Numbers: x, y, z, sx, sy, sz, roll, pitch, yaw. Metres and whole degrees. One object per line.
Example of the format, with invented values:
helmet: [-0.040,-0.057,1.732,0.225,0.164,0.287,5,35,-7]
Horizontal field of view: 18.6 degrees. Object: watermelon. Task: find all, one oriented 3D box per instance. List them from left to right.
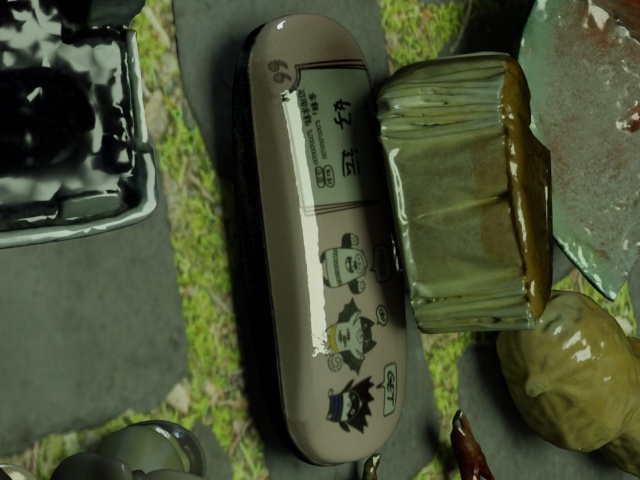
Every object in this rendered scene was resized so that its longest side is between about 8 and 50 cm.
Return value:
watermelon: [0.243,-0.122,1.579,0.260,0.176,0.256,-77,158,-64]

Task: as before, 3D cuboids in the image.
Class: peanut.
peanut: [0.230,0.122,1.590,0.263,0.101,0.117,29,87,-46]

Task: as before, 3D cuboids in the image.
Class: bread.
bread: [0.112,-0.036,1.400,0.210,0.109,0.192,-42,124,-79]

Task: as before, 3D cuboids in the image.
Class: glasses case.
glasses case: [0.000,0.000,1.356,0.122,0.075,0.314,-9,93,-53]

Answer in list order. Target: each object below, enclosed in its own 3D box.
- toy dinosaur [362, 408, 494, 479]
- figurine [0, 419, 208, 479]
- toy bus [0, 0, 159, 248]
toy dinosaur: [0.137,0.252,1.465,0.327,0.113,0.206,51,52,-35]
figurine: [-0.170,0.201,1.080,0.380,0.203,0.248,-21,109,-59]
toy bus: [-0.222,-0.212,0.996,0.209,0.249,0.440,-7,92,-20]
